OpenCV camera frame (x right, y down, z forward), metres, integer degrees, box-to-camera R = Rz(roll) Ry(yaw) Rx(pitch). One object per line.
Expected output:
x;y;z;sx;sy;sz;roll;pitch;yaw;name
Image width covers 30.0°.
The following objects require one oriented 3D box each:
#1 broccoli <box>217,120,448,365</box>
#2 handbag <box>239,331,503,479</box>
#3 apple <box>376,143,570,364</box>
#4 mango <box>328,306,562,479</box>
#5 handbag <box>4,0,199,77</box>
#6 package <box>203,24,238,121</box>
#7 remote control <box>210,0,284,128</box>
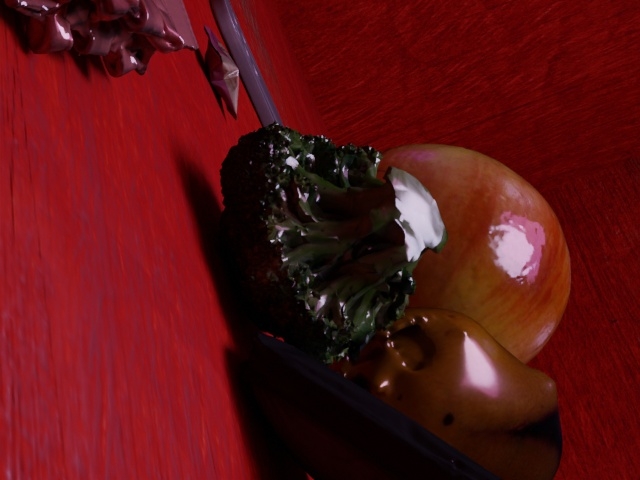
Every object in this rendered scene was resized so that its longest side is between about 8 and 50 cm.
0.000;0.000;0.862;0.195;0.156;0.195;21;63;-47;broccoli
0.090;0.179;0.746;0.332;0.075;0.191;34;-14;26;handbag
0.116;0.034;1.265;0.286;0.286;0.233;66;35;-38;apple
0.102;0.155;1.049;0.287;0.201;0.152;35;31;-49;mango
-0.128;-0.165;0.602;0.212;0.059;0.157;-5;73;-84;handbag
-0.096;-0.163;1.169;0.059;0.029;0.083;-116;-168;-45;package
-0.085;-0.205;1.518;0.077;0.022;0.245;-102;170;-52;remote control
